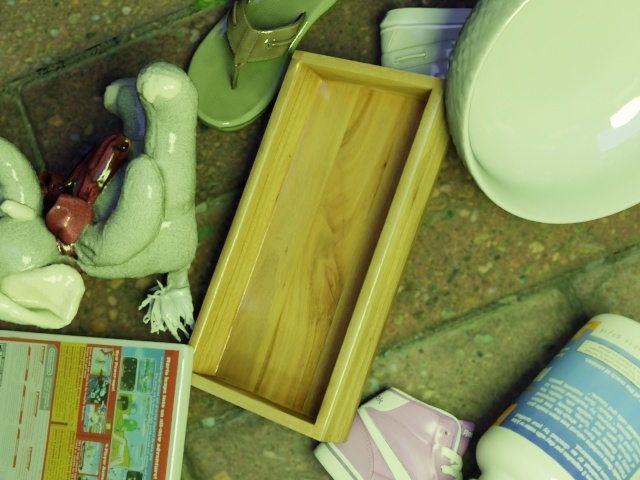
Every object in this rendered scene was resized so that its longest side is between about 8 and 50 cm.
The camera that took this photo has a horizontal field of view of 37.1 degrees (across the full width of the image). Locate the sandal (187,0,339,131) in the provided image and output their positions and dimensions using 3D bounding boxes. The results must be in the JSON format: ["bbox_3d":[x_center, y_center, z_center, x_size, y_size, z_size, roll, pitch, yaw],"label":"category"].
[{"bbox_3d":[-0.068,-0.274,1.177,0.120,0.086,0.302,33,86,11],"label":"sandal"}]

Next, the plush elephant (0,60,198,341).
[{"bbox_3d":[-0.280,-0.032,1.069,0.255,0.272,0.329,-7,104,-20],"label":"plush elephant"}]

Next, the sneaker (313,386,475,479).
[{"bbox_3d":[0.140,0.287,1.057,0.161,0.102,0.282,-41,79,-4],"label":"sneaker"}]

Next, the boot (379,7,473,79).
[{"bbox_3d":[0.199,-0.212,1.145,0.258,0.095,0.123,1,89,13],"label":"boot"}]

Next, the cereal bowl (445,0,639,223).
[{"bbox_3d":[0.285,-0.190,1.037,0.339,0.339,0.141,-27,40,1],"label":"cereal bowl"}]

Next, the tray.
[{"bbox_3d":[0.000,0.000,1.094,0.203,0.076,0.410,17,86,30],"label":"tray"}]

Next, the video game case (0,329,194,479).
[{"bbox_3d":[-0.288,0.214,1.118,0.285,0.025,0.204,2,81,22],"label":"video game case"}]

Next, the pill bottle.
[{"bbox_3d":[0.260,0.218,0.997,0.272,0.152,0.152,-42,78,-17],"label":"pill bottle"}]
